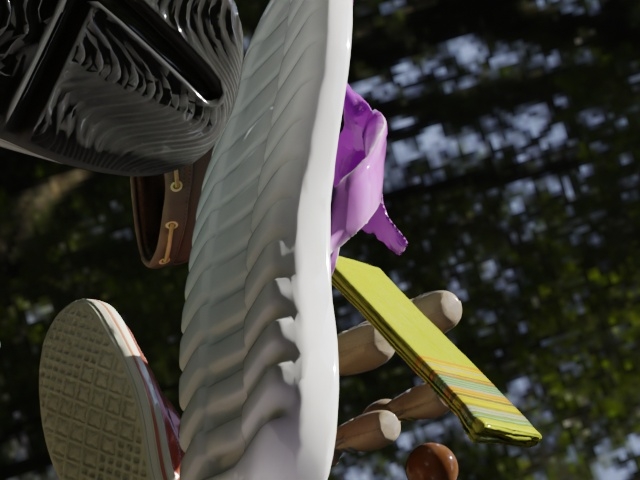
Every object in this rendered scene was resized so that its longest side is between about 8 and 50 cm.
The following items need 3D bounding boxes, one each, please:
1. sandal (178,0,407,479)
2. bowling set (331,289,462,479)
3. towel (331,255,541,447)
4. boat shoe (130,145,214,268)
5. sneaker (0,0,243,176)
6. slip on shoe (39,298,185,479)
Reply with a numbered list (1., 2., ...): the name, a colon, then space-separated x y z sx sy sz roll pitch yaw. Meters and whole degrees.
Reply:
1. sandal: -0.007 0.007 0.943 0.169 0.102 0.416 -46 -149 49
2. bowling set: 0.041 0.182 1.688 0.154 0.287 0.200 -25 -98 46
3. towel: 0.088 0.093 1.400 0.102 0.021 0.237 19 22 -51
4. boat shoe: -0.135 -0.100 1.447 0.109 0.091 0.305 47 -28 43
5. sneaker: -0.264 -0.159 0.811 0.257 0.447 0.169 -17 -133 62
6. slip on shoe: -0.140 0.202 1.388 0.101 0.123 0.331 -10 69 -59
